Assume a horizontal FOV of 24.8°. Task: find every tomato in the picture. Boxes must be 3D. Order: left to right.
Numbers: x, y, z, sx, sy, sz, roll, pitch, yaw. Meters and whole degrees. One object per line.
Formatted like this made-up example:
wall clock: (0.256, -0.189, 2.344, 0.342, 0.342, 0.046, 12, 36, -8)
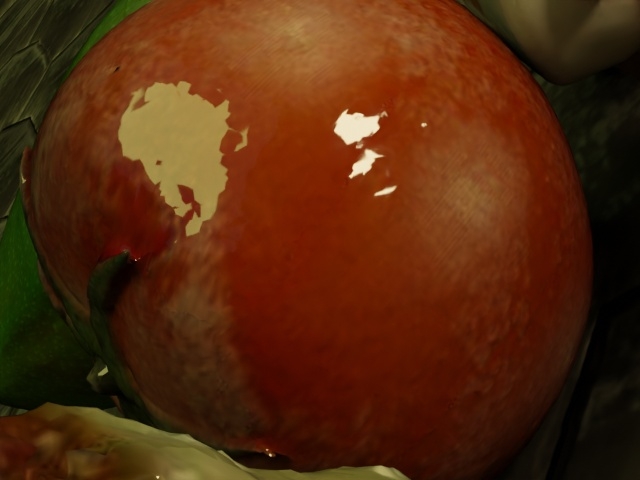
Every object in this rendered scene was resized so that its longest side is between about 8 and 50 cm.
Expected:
tomato: (0.000, 0.000, 0.664, 0.265, 0.265, 0.265, -40, 28, 27)

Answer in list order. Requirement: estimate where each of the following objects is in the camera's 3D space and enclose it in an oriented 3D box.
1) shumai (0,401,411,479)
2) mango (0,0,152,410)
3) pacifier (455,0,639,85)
shumai: (0.006, 0.194, 0.335, 0.397, 0.323, 0.324, -52, 23, 6)
mango: (-0.087, -0.029, 0.902, 0.382, 0.201, 0.225, -47, 0, 18)
pacifier: (0.149, -0.174, 0.690, 0.332, 0.273, 0.220, -122, 44, -62)
